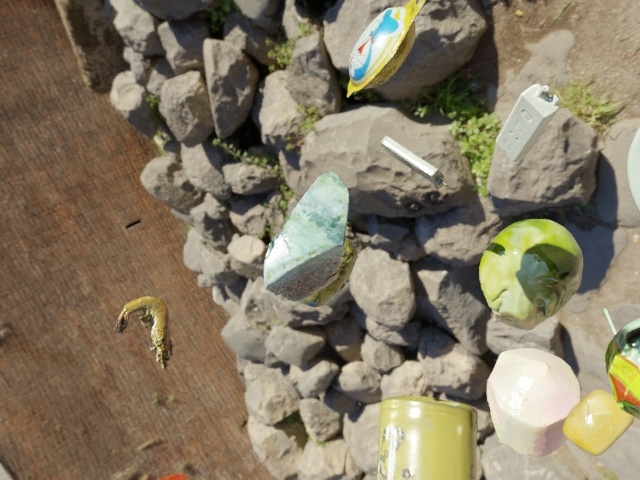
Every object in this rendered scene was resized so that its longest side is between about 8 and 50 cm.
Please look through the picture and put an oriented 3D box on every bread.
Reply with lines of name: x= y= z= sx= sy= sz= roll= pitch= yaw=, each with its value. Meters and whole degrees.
bread: x=0.480 y=0.312 z=0.785 sx=0.056 sy=0.115 sz=0.082 roll=46 pitch=-176 yaw=-26

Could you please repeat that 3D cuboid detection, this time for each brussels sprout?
brussels sprout: x=0.641 y=0.102 z=1.357 sx=0.268 sy=0.344 sz=0.344 roll=19 pitch=135 yaw=63

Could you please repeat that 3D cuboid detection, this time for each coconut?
coconut: x=0.546 y=0.405 z=1.176 sx=0.233 sy=0.233 sz=0.245 roll=34 pitch=142 yaw=46

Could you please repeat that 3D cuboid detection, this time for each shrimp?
shrimp: x=-0.411 y=0.219 z=1.056 sx=0.034 sy=0.124 sz=0.179 roll=-25 pitch=70 yaw=48

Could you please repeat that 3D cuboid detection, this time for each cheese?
cheese: x=0.128 y=-0.356 z=0.765 sx=0.069 sy=0.177 sz=0.270 roll=30 pitch=131 yaw=-20

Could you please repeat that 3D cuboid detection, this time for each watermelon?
watermelon: x=0.000 y=-0.005 z=0.570 sx=0.081 sy=0.180 sz=0.094 roll=21 pitch=172 yaw=16

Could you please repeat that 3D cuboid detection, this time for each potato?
potato: x=0.013 y=0.095 z=1.375 sx=0.149 sy=0.251 sz=0.113 roll=37 pitch=-179 yaw=-26

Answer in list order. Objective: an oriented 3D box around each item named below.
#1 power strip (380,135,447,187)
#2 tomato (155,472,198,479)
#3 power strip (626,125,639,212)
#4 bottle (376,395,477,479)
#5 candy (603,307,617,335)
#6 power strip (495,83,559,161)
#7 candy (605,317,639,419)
power strip: x=0.242 y=-0.203 z=1.162 sx=0.227 sy=0.029 sz=0.080 roll=43 pitch=-173 yaw=31
tomato: x=-0.275 y=0.517 z=0.815 sx=0.167 sy=0.167 sz=0.167 roll=46 pitch=154 yaw=30
power strip: x=0.724 y=-0.132 z=0.767 sx=0.357 sy=0.161 sz=0.358 roll=20 pitch=122 yaw=36
bottle: x=0.167 y=0.449 z=0.735 sx=0.171 sy=0.352 sz=0.172 roll=8 pitch=154 yaw=4
candy: x=0.724 y=0.256 z=1.080 sx=0.061 sy=0.061 sz=0.203 roll=97 pitch=172 yaw=-56
power strip: x=0.585 y=-0.331 z=1.284 sx=0.098 sy=0.058 sz=0.338 roll=57 pitch=178 yaw=16
candy: x=0.333 y=0.027 z=0.298 sx=0.091 sy=0.083 sz=0.305 roll=42 pitch=115 yaw=5
